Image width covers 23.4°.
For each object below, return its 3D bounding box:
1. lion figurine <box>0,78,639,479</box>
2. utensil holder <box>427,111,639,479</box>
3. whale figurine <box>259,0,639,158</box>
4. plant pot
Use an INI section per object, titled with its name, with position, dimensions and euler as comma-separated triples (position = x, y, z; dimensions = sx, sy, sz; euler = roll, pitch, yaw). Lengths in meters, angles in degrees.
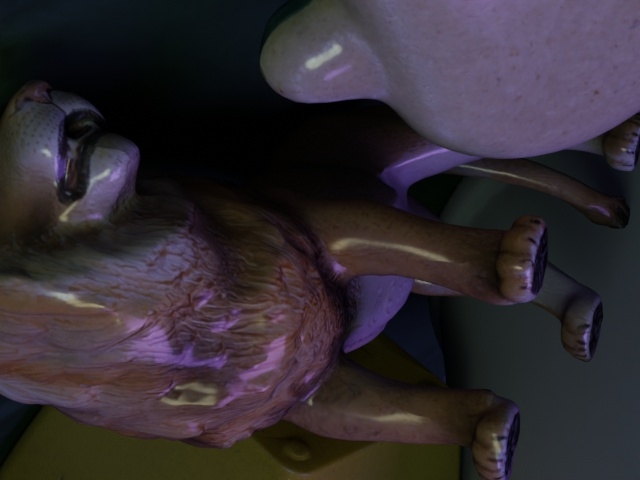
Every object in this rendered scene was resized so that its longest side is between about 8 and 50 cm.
[lion figurine]
position = 0.000, 0.000, 0.703
dimensions = 0.392, 0.240, 0.142
euler = -19, 116, -67
[utensil holder]
position = 0.237, 0.133, 0.898
dimensions = 0.328, 0.385, 0.327
euler = 0, 128, 0
[whale figurine]
position = 0.046, -0.146, 0.572
dimensions = 0.272, 0.141, 0.216
euler = 26, 116, -41
[plant pot]
position = -0.042, 0.137, 0.872
dimensions = 0.212, 0.212, 0.187
euler = -16, 137, -47
